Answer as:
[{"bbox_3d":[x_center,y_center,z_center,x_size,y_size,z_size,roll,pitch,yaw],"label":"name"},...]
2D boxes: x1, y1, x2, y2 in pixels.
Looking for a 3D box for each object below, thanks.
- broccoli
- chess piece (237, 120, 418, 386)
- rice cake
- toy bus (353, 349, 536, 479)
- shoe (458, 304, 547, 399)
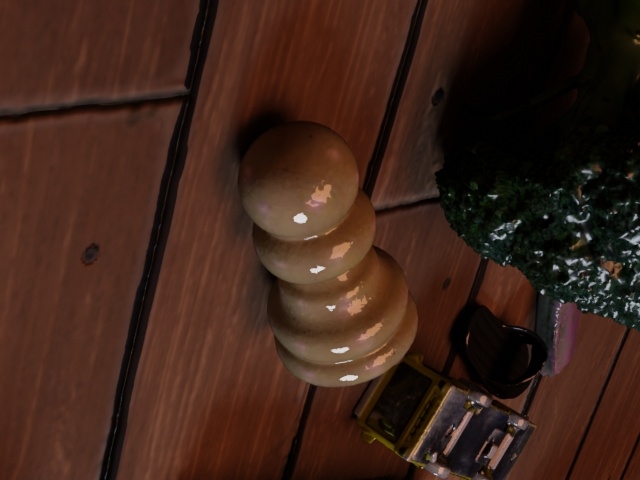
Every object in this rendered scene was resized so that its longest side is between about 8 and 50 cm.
[{"bbox_3d":[0.221,-0.080,0.847,0.297,0.297,0.297,-2,79,-53],"label":"broccoli"},{"bbox_3d":[0.000,0.000,0.733,0.094,0.094,0.170,-41,137,-25],"label":"chess piece"},{"bbox_3d":[0.220,0.046,1.106,0.047,0.036,0.206,-26,137,-26],"label":"rice cake"},{"bbox_3d":[0.115,0.154,1.019,0.081,0.074,0.226,-59,148,2],"label":"toy bus"},{"bbox_3d":[0.166,0.101,1.058,0.159,0.053,0.062,40,64,-54],"label":"shoe"}]
